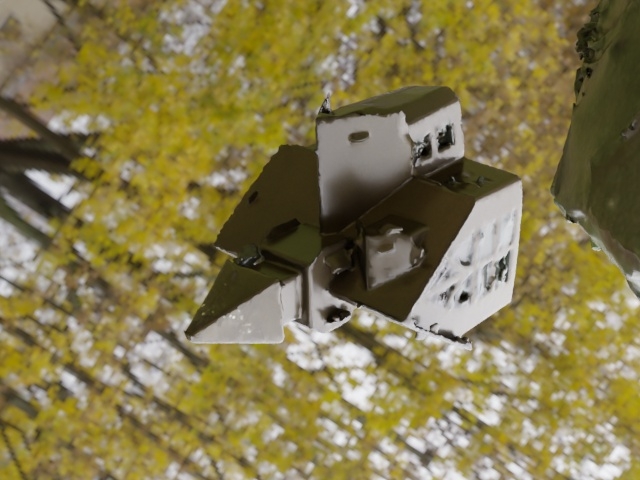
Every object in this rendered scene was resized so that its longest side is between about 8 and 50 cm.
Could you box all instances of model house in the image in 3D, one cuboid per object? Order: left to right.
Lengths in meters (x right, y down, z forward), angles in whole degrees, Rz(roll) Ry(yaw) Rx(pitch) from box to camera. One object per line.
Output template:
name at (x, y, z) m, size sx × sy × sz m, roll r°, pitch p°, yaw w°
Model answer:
model house at (0.000, 0.000, 0.862) m, size 0.181 × 0.176 × 0.248 m, roll 19°, pitch -147°, yaw 37°

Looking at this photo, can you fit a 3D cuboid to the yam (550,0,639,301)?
yam at (0.196, -0.081, 0.443) m, size 0.201 × 0.202 × 0.271 m, roll -5°, pitch -115°, yaw 49°
